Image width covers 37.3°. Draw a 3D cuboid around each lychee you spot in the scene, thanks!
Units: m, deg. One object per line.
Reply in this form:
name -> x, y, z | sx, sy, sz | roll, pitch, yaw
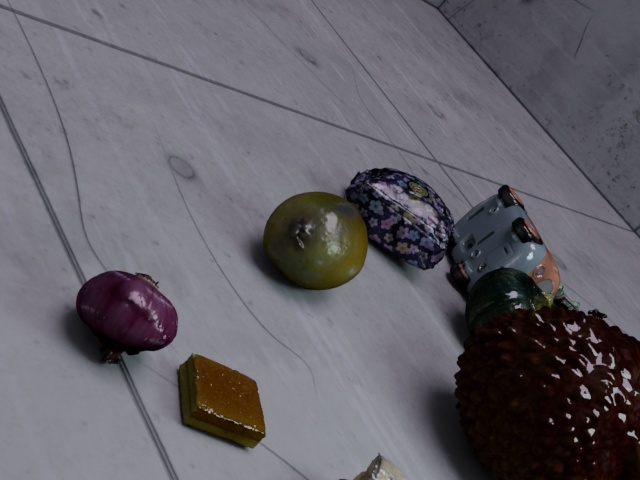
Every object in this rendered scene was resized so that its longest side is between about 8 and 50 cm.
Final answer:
lychee -> 0.347, 0.244, 1.375 | 0.306, 0.306, 0.330 | 17, 9, -46

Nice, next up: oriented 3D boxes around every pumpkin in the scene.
pumpkin -> 0.355, 0.146, 1.700 | 0.212, 0.152, 0.211 | 33, 44, -38

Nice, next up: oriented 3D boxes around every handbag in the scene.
handbag -> 0.155, -0.054, 1.771 | 0.229, 0.127, 0.208 | 33, 25, -2

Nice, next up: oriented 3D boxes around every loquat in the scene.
loquat -> 0.000, 0.000, 1.421 | 0.152, 0.152, 0.195 | 52, 17, 20

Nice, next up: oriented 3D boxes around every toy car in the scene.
toy car -> 0.382, 0.041, 1.920 | 0.212, 0.180, 0.270 | 42, 21, -26
toy car -> 0.535, 0.123, 2.157 | 0.069, 0.055, 0.142 | 40, 12, -27

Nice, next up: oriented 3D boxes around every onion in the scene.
onion -> -0.209, 0.084, 1.016 | 0.115, 0.104, 0.115 | 18, -14, 5

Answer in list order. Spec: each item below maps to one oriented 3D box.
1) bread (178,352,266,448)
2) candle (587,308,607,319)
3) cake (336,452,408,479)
bread -> -0.110, 0.180, 1.065 | 0.094, 0.035, 0.090 | 29, 27, -29
candle -> 0.632, 0.240, 2.106 | 0.084, 0.059, 0.301 | 48, 23, -19
cake -> 0.039, 0.305, 1.020 | 0.116, 0.086, 0.220 | 52, 25, 20
